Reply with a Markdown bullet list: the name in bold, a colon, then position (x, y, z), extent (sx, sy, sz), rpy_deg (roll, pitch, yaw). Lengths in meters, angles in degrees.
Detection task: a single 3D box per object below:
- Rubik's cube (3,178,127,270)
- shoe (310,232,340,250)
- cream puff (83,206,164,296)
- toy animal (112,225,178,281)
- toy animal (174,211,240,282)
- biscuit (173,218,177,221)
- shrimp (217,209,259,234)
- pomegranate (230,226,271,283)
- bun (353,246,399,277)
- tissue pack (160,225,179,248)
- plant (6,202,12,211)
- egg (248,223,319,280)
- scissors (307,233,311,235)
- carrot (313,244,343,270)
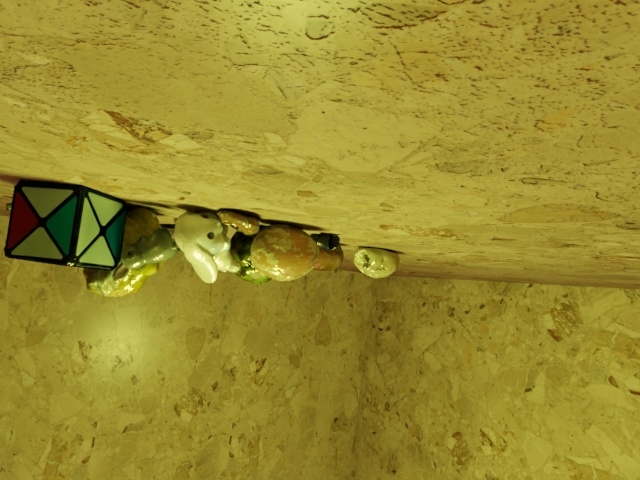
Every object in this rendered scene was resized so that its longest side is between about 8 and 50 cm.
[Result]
- **Rubik's cube**: position (-0.804, -0.042, 1.551), extent (0.249, 0.249, 0.246), rpy_deg (4, 174, 10)
- **shoe**: position (0.000, 0.000, 1.803), extent (0.053, 0.062, 0.159), rpy_deg (17, 174, -43)
- **cream puff**: position (-0.717, 0.031, 1.832), extent (0.379, 0.378, 0.276), rpy_deg (4, 173, 34)
- **toy animal**: position (-0.593, 0.043, 1.610), extent (0.236, 0.108, 0.138), rpy_deg (-29, -148, -23)
- **toy animal**: position (-0.404, -0.002, 1.670), extent (0.174, 0.249, 0.289), rpy_deg (-23, 135, -5)
- **biscuit**: position (-0.539, -0.070, 2.020), extent (0.152, 0.020, 0.152), rpy_deg (8, 174, 1)
- **shrimp**: position (-0.266, -0.056, 1.614), extent (0.145, 0.061, 0.267), rpy_deg (16, 178, 3)
- **pomegranate**: position (-0.272, 0.044, 1.892), extent (0.204, 0.221, 0.277), rpy_deg (-8, -157, -37)
- **bun**: position (0.239, 0.099, 2.112), extent (0.193, 0.127, 0.178), rpy_deg (15, 172, -37)
- **tissue pack**: position (-0.688, -0.004, 2.387), extent (0.333, 0.123, 0.245), rpy_deg (7, 174, 43)
- **plant**: position (-1.261, -0.138, 2.080), extent (0.085, 0.087, 0.174), rpy_deg (-34, 154, 34)
- **egg**: position (-0.126, 0.041, 1.684), extent (0.245, 0.203, 0.203), rpy_deg (2, 174, 1)
- **scissors**: position (-0.112, -0.027, 1.869), extent (0.110, 0.021, 0.212), rpy_deg (2, 173, 30)
- **carrot**: position (-0.050, 0.056, 2.069), extent (0.302, 0.138, 0.139), rpy_deg (9, 174, -14)
